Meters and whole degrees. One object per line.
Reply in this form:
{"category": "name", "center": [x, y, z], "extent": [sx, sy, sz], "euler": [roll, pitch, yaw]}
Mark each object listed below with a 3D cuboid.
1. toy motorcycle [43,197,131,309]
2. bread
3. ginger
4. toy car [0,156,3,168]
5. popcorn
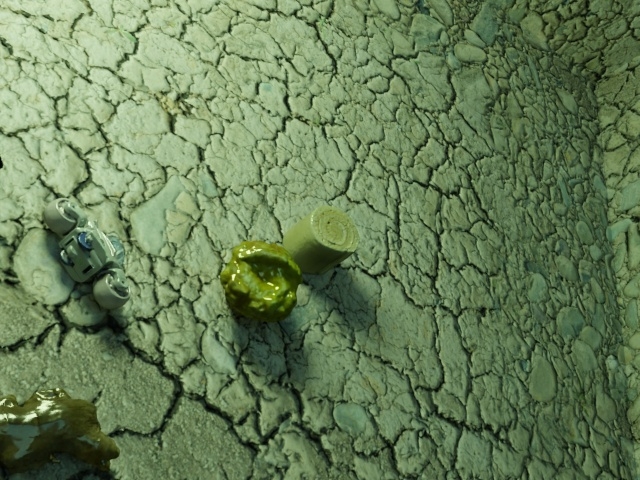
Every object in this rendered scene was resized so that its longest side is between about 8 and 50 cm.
{"category": "toy motorcycle", "center": [-0.462, 0.023, 1.323], "extent": [0.112, 0.112, 0.254], "euler": [-32, 87, -43]}
{"category": "bread", "center": [0.000, 0.000, 1.642], "extent": [0.148, 0.141, 0.134], "euler": [23, 51, -27]}
{"category": "ginger", "center": [-0.508, 0.334, 1.125], "extent": [0.333, 0.080, 0.166], "euler": [14, 47, -34]}
{"category": "toy car", "center": [-0.692, -0.134, 1.239], "extent": [0.170, 0.070, 0.080], "euler": [-24, 82, -40]}
{"category": "popcorn", "center": [-0.139, 0.092, 1.488], "extent": [0.197, 0.155, 0.198], "euler": [2, 85, -30]}
